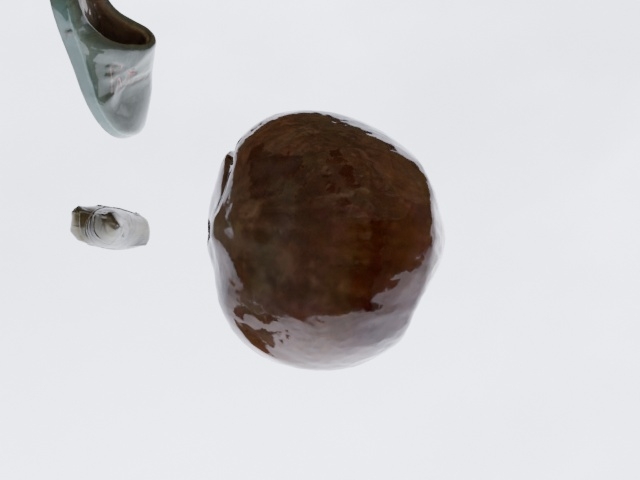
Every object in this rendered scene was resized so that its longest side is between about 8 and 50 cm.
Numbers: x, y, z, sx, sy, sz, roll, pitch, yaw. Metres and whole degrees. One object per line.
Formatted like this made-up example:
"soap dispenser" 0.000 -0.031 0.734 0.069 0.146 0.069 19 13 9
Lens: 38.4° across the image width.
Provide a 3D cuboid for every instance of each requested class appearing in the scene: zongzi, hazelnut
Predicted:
"zongzi" -0.171 -0.011 0.818 0.076 0.083 0.040 7 -95 -45
"hazelnut" 0.000 0.000 0.546 0.143 0.143 0.154 9 -91 1

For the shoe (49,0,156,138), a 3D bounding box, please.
"shoe" -0.206 -0.189 0.935 0.078 0.195 0.079 -6 -139 18
